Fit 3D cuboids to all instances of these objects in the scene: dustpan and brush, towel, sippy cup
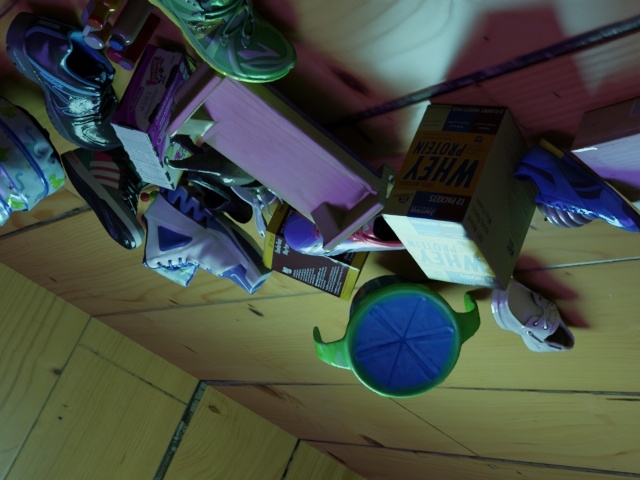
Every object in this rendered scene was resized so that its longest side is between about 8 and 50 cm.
[{"bbox_3d":[-0.122,-0.095,1.913,0.147,0.060,0.211,12,141,28],"label":"dustpan and brush"},{"bbox_3d":[-0.252,-0.306,1.704,0.083,0.009,0.060,0,147,46],"label":"towel"},{"bbox_3d":[0.154,0.175,2.063,0.306,0.240,0.224,22,-169,-10],"label":"sippy cup"}]

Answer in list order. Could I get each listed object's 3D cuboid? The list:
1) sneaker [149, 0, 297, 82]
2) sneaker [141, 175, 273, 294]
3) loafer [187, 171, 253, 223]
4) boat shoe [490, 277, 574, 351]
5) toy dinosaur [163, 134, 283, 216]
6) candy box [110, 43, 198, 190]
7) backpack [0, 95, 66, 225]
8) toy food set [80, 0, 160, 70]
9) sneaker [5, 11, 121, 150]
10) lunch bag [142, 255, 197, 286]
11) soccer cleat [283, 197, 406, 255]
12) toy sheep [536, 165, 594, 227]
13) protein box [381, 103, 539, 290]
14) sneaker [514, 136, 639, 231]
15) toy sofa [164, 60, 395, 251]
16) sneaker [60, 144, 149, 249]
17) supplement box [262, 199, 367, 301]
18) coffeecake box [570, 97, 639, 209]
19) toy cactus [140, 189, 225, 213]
[{"bbox_3d":[-0.145,-0.327,1.415,0.295,0.109,0.123,37,159,-28],"label":"sneaker"},{"bbox_3d":[-0.260,0.019,2.103,0.315,0.182,0.127,44,-169,10],"label":"sneaker"},{"bbox_3d":[-0.209,-0.093,2.049,0.076,0.078,0.223,11,155,31],"label":"loafer"},{"bbox_3d":[0.417,0.144,1.935,0.096,0.098,0.277,5,161,38],"label":"boat shoe"},{"bbox_3d":[-0.156,-0.145,1.730,0.160,0.121,0.313,37,-172,15],"label":"toy dinosaur"},{"bbox_3d":[-0.274,-0.207,1.732,0.071,0.159,0.233,18,162,9],"label":"candy box"},{"bbox_3d":[-0.682,-0.176,2.071,0.356,0.273,0.290,10,133,31],"label":"backpack"},{"bbox_3d":[-0.334,-0.331,1.603,0.111,0.104,0.232,31,157,-17],"label":"toy food set"},{"bbox_3d":[-0.430,-0.269,1.818,0.140,0.125,0.341,11,155,26],"label":"sneaker"},{"bbox_3d":[-0.365,0.035,2.484,0.129,0.096,0.151,30,-174,-14],"label":"lunch bag"},{"bbox_3d":[0.070,-0.027,1.778,0.318,0.108,0.116,-3,-177,21],"label":"soccer cleat"},{"bbox_3d":[0.383,-0.062,1.513,0.091,0.091,0.132,36,153,-27],"label":"toy sheep"},{"bbox_3d":[0.220,-0.065,1.512,0.136,0.201,0.200,8,153,35],"label":"protein box"},{"bbox_3d":[0.365,-0.061,1.424,0.209,0.082,0.069,43,-172,33],"label":"sneaker"},{"bbox_3d":[-0.059,-0.165,1.644,0.362,0.177,0.150,37,126,-18],"label":"toy sofa"},{"bbox_3d":[-0.386,-0.114,2.036,0.295,0.178,0.123,47,156,33],"label":"sneaker"},{"bbox_3d":[0.000,0.000,1.980,0.194,0.129,0.191,22,158,4],"label":"supplement box"},{"bbox_3d":[0.457,-0.108,1.350,0.185,0.068,0.142,35,156,-24],"label":"coffeecake box"},{"bbox_3d":[-0.280,-0.050,2.215,0.180,0.112,0.219,-18,126,45],"label":"toy cactus"}]
